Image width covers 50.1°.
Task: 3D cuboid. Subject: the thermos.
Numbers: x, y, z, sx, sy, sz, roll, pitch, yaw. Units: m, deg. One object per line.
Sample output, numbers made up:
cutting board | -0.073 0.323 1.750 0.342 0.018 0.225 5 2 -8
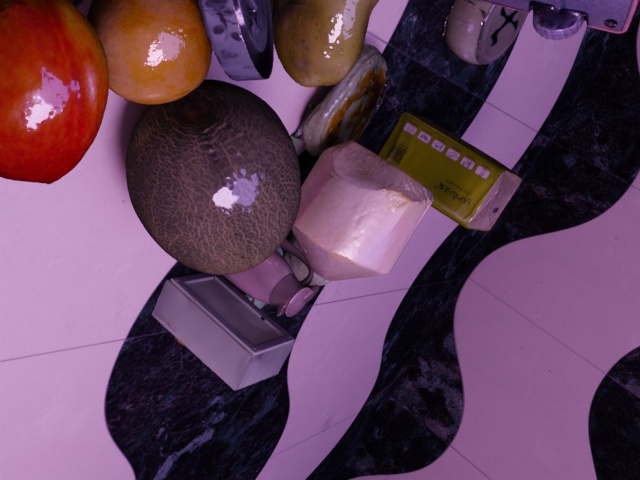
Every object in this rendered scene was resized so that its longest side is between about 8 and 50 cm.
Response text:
thermos | -0.092 0.055 1.289 0.137 0.193 0.105 -39 151 -29

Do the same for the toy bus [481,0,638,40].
toy bus | 0.264 -0.464 0.964 0.233 0.426 0.203 -60 157 -12

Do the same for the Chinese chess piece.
Chinese chess piece | 0.370 -0.496 1.497 0.237 0.092 0.238 -40 153 -25

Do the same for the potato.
potato | 0.010 -0.342 0.973 0.143 0.169 0.248 2 116 -26

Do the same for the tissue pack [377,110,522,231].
tissue pack | 0.298 -0.157 1.599 0.167 0.274 0.200 -59 155 15

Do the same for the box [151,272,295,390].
box | -0.175 0.156 1.236 0.129 0.225 0.086 -7 129 -58

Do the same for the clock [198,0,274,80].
clock | -0.102 -0.300 0.825 0.215 0.041 0.215 -6 90 -81

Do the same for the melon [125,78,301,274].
melon | -0.145 -0.081 0.965 0.237 0.237 0.302 -43 154 -21

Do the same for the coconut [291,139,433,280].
coconut | 0.061 -0.039 1.251 0.244 0.239 0.239 -58 155 7

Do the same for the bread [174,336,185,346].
bread | -0.190 0.189 1.366 0.154 0.135 0.054 -33 131 -44

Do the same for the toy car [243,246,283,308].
toy car | -0.116 0.076 1.440 0.093 0.058 0.186 -34 150 -32

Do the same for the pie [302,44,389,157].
pie | 0.053 -0.255 1.285 0.240 0.054 0.240 -49 162 -22

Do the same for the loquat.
loquat | -0.194 -0.233 0.790 0.163 0.137 0.163 -23 128 -33

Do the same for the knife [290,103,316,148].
knife | -0.059 -0.156 1.282 0.212 0.015 0.054 -60 160 12

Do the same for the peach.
peach | -0.297 -0.146 0.670 0.197 0.197 0.197 -40 153 -26

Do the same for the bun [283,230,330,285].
bun | 0.000 0.000 1.466 0.195 0.118 0.195 -41 149 -31
